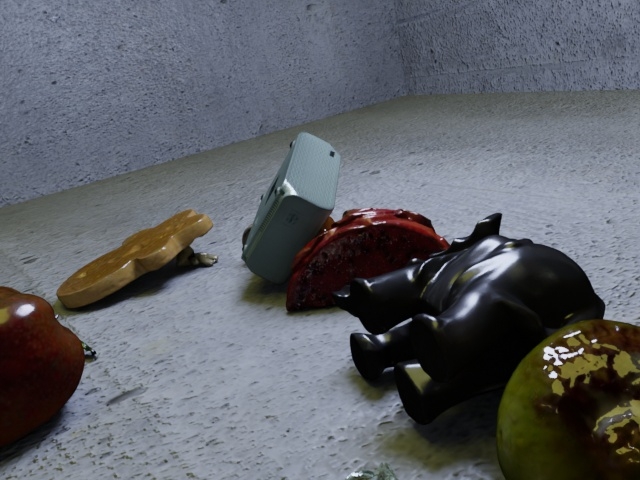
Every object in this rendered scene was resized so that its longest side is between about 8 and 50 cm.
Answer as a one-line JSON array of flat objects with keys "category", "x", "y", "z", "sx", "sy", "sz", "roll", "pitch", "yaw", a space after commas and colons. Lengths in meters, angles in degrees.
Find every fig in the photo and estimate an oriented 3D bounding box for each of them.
[{"category": "fig", "x": 0.244, "y": 0.159, "z": 0.511, "sx": 0.181, "sy": 0.180, "sz": 0.191, "roll": -3, "pitch": -4, "yaw": 24}]

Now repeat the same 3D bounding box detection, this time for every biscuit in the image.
[{"category": "biscuit", "x": -0.405, "y": 0.040, "z": 1.319, "sx": 0.355, "sy": 0.052, "sz": 0.275, "roll": -35, "pitch": 22, "yaw": -22}]

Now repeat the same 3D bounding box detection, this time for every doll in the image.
[{"category": "doll", "x": -0.280, "y": 0.044, "z": 1.357, "sx": 0.093, "sy": 0.051, "sz": 0.061, "roll": 23, "pitch": 23, "yaw": 9}]

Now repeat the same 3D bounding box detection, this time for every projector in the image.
[{"category": "projector", "x": -0.057, "y": -0.068, "z": 1.158, "sx": 0.108, "sy": 0.198, "sz": 0.250, "roll": 25, "pitch": 34, "yaw": -12}]

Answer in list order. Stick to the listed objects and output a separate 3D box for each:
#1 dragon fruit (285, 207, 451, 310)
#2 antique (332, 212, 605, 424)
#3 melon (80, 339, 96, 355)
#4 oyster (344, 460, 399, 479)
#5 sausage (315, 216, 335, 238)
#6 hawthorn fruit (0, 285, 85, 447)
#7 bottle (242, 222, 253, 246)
[{"category": "dragon fruit", "x": 0.082, "y": 0.002, "z": 1.072, "sx": 0.317, "sy": 0.151, "sz": 0.205, "roll": -11, "pitch": 18, "yaw": 6}, {"category": "antique", "x": 0.178, "y": 0.086, "z": 0.724, "sx": 0.255, "sy": 0.185, "sz": 0.322, "roll": -23, "pitch": 15, "yaw": -18}, {"category": "melon", "x": -0.505, "y": 0.197, "z": 1.013, "sx": 0.262, "sy": 0.053, "sz": 0.114, "roll": -10, "pitch": 26, "yaw": 5}, {"category": "oyster", "x": -0.003, "y": 0.269, "z": 0.444, "sx": 0.268, "sy": 0.112, "sz": 0.198, "roll": -31, "pitch": 5, "yaw": -27}, {"category": "sausage", "x": 0.000, "y": 0.000, "z": 1.243, "sx": 0.089, "sy": 0.089, "sz": 0.179, "roll": -10, "pitch": 22, "yaw": 5}, {"category": "hawthorn fruit", "x": -0.446, "y": 0.191, "z": 0.804, "sx": 0.208, "sy": 0.208, "sz": 0.248, "roll": -1, "pitch": 46, "yaw": 29}, {"category": "bottle", "x": -0.102, "y": -0.019, "z": 1.325, "sx": 0.099, "sy": 0.098, "sz": 0.152, "roll": -2, "pitch": 20, "yaw": 26}]
